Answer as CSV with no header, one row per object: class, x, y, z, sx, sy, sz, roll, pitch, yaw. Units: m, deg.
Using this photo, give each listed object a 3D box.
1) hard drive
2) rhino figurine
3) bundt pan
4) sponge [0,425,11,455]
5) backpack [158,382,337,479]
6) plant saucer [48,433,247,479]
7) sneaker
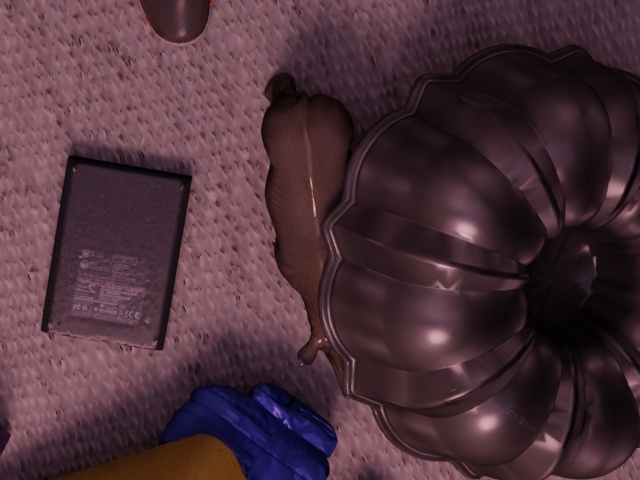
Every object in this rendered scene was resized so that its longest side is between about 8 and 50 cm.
hard drive,-0.154,0.009,1.494,0.094,0.022,0.135,10,100,-4
rhino figurine,0.000,0.000,1.456,0.073,0.106,0.243,-7,100,-1
bundt pan,0.170,0.028,1.409,0.331,0.124,0.330,-5,102,-21
sponge,-0.326,0.107,1.455,0.210,0.117,0.031,38,99,-8
backpack,-0.056,0.155,1.490,0.120,0.098,0.101,32,73,-3
plant saucer,-0.163,0.343,1.472,0.333,0.081,0.332,-19,100,21
sneaker,-0.111,-0.217,1.433,0.061,0.065,0.157,-6,100,-1
